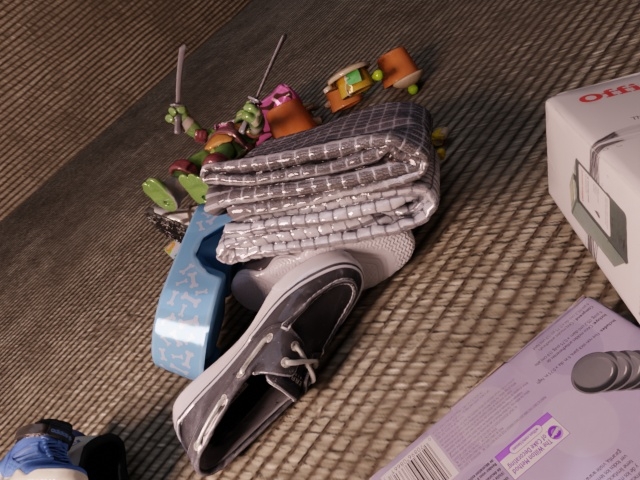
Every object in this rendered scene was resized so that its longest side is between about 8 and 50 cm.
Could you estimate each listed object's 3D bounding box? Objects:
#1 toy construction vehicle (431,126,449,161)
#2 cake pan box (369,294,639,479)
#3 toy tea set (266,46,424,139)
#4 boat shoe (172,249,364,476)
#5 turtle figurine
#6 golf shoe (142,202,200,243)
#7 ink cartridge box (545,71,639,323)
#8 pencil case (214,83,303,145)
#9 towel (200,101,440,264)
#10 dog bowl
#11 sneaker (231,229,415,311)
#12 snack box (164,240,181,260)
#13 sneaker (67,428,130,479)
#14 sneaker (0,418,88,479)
[{"bbox_3d":[0.159,-0.146,0.804,0.098,0.035,0.086,-9,32,31],"label":"toy construction vehicle"},{"bbox_3d":[0.193,0.196,0.344,0.267,0.070,0.246,-40,33,-4],"label":"cake pan box"},{"bbox_3d":[0.047,-0.256,0.989,0.336,0.124,0.200,-23,8,25],"label":"toy tea set"},{"bbox_3d":[-0.047,0.142,0.582,0.301,0.108,0.102,-44,35,-5],"label":"boat shoe"},{"bbox_3d":[-0.198,-0.196,0.852,0.198,0.274,0.266,19,53,5],"label":"turtle figurine"},{"bbox_3d":[-0.217,-0.038,0.902,0.198,0.077,0.093,16,64,3],"label":"golf shoe"},{"bbox_3d":[0.333,-0.038,0.390,0.211,0.121,0.289,-12,34,11],"label":"ink cartridge box"},{"bbox_3d":[-0.140,-0.285,1.164,0.209,0.098,0.095,-34,35,4],"label":"pencil case"},{"bbox_3d":[0.007,-0.091,0.645,0.284,0.121,0.235,-9,23,16],"label":"towel"},{"bbox_3d":[-0.166,0.061,0.719,0.074,0.165,0.297,10,44,-3],"label":"dog bowl"},{"bbox_3d":[0.000,0.000,0.709,0.269,0.101,0.153,-20,36,21],"label":"sneaker"},{"bbox_3d":[-0.228,-0.007,0.971,0.141,0.037,0.100,-46,35,-14],"label":"snack box"},{"bbox_3d":[-0.308,0.347,0.554,0.182,0.127,0.315,-21,36,26],"label":"sneaker"},{"bbox_3d":[-0.299,0.236,0.550,0.152,0.058,0.084,-21,37,31],"label":"sneaker"}]
